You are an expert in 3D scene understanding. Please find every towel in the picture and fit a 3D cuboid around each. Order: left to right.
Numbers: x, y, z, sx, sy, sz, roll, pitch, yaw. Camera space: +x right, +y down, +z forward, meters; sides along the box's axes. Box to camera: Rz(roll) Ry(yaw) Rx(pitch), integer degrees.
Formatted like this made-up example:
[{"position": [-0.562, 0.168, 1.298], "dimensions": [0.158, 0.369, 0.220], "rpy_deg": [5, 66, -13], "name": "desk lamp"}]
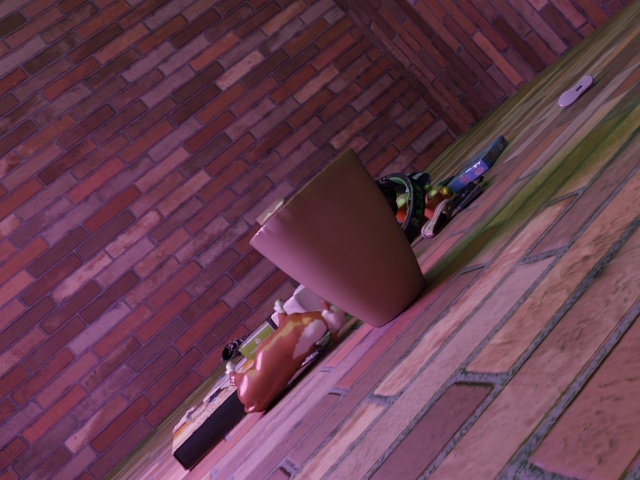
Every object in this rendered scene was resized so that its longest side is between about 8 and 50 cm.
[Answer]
[{"position": [-0.007, 0.239, 1.417], "dimensions": [0.113, 0.023, 0.152], "rpy_deg": [-41, 2, 34], "name": "towel"}]

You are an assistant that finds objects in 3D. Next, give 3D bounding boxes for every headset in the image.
[{"position": [0.130, -0.055, 1.721], "dimensions": [0.394, 0.185, 0.244], "rpy_deg": [-28, 49, 54], "name": "headset"}]

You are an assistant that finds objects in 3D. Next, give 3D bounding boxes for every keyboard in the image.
[{"position": [0.382, -0.122, 1.539], "dimensions": [0.108, 0.023, 0.180], "rpy_deg": [-49, 1, 11], "name": "keyboard"}]

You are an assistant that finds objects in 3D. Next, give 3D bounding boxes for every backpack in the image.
[{"position": [0.308, -0.156, 2.073], "dimensions": [0.158, 0.117, 0.173], "rpy_deg": [0, 39, 46], "name": "backpack"}]

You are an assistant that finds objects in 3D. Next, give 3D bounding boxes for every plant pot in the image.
[{"position": [0.055, 0.018, 1.113], "dimensions": [0.256, 0.274, 0.256], "rpy_deg": [-43, 2, 2], "name": "plant pot"}]

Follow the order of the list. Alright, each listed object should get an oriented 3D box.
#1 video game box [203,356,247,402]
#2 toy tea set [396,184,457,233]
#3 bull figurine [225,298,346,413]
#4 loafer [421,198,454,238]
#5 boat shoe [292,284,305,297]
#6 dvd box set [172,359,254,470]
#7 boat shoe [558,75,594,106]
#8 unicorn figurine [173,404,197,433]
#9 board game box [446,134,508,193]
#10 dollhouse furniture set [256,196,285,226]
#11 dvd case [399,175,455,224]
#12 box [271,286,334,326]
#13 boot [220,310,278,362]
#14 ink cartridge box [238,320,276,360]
[{"position": [-0.307, 0.484, 2.122], "dimensions": [0.187, 0.048, 0.205], "rpy_deg": [-40, 1, 9], "name": "video game box"}, {"position": [0.274, -0.098, 1.760], "dimensions": [0.200, 0.124, 0.336], "rpy_deg": [-43, 1, -30], "name": "toy tea set"}, {"position": [-0.077, 0.230, 1.314], "dimensions": [0.310, 0.101, 0.188], "rpy_deg": [-48, 24, -10], "name": "bull figurine"}, {"position": [0.299, -0.053, 1.489], "dimensions": [0.125, 0.045, 0.039], "rpy_deg": [-50, 20, -19], "name": "loafer"}, {"position": [0.050, 0.125, 1.737], "dimensions": [0.302, 0.114, 0.091], "rpy_deg": [-27, -29, 36], "name": "boat shoe"}, {"position": [-0.260, 0.442, 1.601], "dimensions": [0.307, 0.062, 0.420], "rpy_deg": [-43, 1, -16], "name": "dvd box set"}, {"position": [0.653, -0.378, 1.538], "dimensions": [0.035, 0.035, 0.100], "rpy_deg": [2, -41, -51], "name": "boat shoe"}, {"position": [-0.420, 0.584, 1.919], "dimensions": [0.111, 0.060, 0.162], "rpy_deg": [-43, 1, -18], "name": "unicorn figurine"}, {"position": [0.475, -0.228, 1.842], "dimensions": [0.160, 0.039, 0.211], "rpy_deg": [-42, 2, 43], "name": "board game box"}, {"position": [0.000, 0.000, 2.390], "dimensions": [0.256, 0.362, 0.394], "rpy_deg": [-44, 29, -3], "name": "dollhouse furniture set"}, {"position": [0.378, -0.134, 2.188], "dimensions": [0.253, 0.022, 0.180], "rpy_deg": [-43, 2, -6], "name": "dvd case"}, {"position": [-0.009, 0.164, 1.537], "dimensions": [0.094, 0.113, 0.275], "rpy_deg": [-43, -5, 25], "name": "box"}, {"position": [-0.240, 0.354, 2.204], "dimensions": [0.228, 0.091, 0.263], "rpy_deg": [-20, -25, -40], "name": "boot"}, {"position": [-0.149, 0.306, 2.028], "dimensions": [0.255, 0.097, 0.189], "rpy_deg": [-44, 1, -9], "name": "ink cartridge box"}]
